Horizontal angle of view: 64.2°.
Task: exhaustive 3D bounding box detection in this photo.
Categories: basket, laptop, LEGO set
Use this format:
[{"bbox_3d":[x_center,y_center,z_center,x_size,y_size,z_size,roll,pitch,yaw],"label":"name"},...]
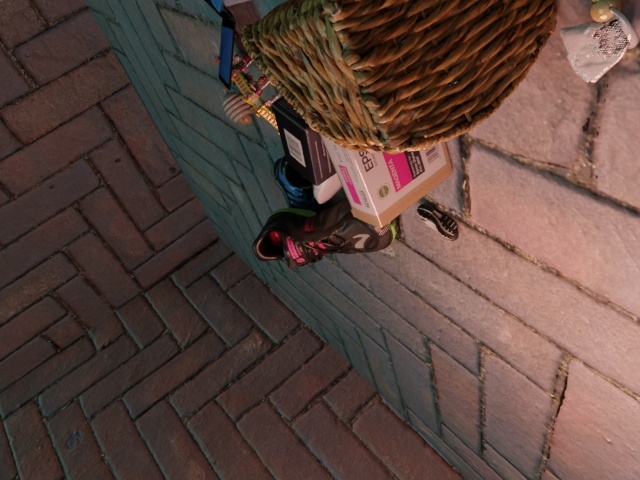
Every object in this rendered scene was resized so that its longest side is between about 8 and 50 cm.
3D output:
[{"bbox_3d":[0.100,-0.240,0.623,0.223,0.299,0.213,19,144,58],"label":"basket"},{"bbox_3d":[-0.293,-0.525,1.249,0.264,0.136,0.234,39,-173,-29],"label":"laptop"},{"bbox_3d":[-0.128,-0.384,1.339,0.287,0.107,0.132,49,-162,-6],"label":"LEGO set"}]

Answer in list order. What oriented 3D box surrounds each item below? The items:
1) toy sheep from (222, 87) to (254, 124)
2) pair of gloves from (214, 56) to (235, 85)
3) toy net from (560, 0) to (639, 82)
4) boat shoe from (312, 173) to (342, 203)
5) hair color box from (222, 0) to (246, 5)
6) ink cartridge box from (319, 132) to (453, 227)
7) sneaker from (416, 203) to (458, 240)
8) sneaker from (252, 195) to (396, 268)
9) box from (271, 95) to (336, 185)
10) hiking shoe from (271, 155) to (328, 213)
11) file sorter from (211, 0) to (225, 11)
[{"bbox_3d":[-0.256,-0.413,1.570,0.132,0.091,0.091,53,163,-2],"label":"toy sheep"},{"bbox_3d":[-0.294,-0.525,1.578,0.074,0.010,0.083,41,163,29],"label":"pair of gloves"},{"bbox_3d":[0.304,-0.258,0.496,0.122,0.045,0.232,37,159,36],"label":"toy net"},{"bbox_3d":[0.009,-0.207,1.262,0.102,0.108,0.301,46,160,19],"label":"boat shoe"},{"bbox_3d":[-0.139,-0.578,0.759,0.114,0.185,0.374,27,150,54],"label":"hair color box"},{"bbox_3d":[0.116,-0.171,0.900,0.088,0.193,0.234,31,153,52],"label":"ink cartridge box"},{"bbox_3d":[0.254,-0.037,1.092,0.109,0.040,0.044,47,179,29],"label":"sneaker"},{"bbox_3d":[0.000,0.000,1.407,0.483,0.202,0.185,-10,119,44],"label":"sneaker"},{"bbox_3d":[0.029,-0.233,0.980,0.108,0.207,0.153,43,160,31],"label":"box"},{"bbox_3d":[-0.045,-0.126,1.553,0.304,0.113,0.132,54,164,-4],"label":"hiking shoe"},{"bbox_3d":[-0.191,-0.577,1.036,0.118,0.104,0.170,55,163,-6],"label":"file sorter"}]
